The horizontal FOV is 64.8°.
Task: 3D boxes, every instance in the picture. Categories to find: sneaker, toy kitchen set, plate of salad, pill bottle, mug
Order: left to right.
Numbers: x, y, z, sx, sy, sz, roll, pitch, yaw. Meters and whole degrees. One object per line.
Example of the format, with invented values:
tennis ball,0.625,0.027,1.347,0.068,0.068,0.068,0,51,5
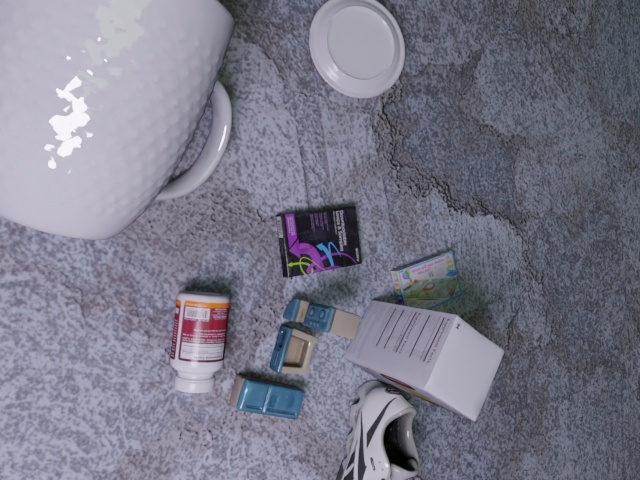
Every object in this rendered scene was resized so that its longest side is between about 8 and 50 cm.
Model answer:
mug,-0.269,-0.175,0.687,0.374,0.276,0.328,12,103,-57
pill bottle,-0.195,0.160,0.811,0.086,0.086,0.152,7,87,-28
toy kitchen set,-0.044,0.203,0.846,0.122,0.166,0.207,19,81,-27
plate of salad,0.070,-0.373,0.977,0.200,0.048,0.200,0,90,-18
sneaker,0.113,0.448,0.947,0.122,0.146,0.331,6,89,-30

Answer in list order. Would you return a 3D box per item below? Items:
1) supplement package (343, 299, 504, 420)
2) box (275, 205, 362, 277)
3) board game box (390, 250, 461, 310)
supplement package,0.180,0.209,0.923,0.139,0.244,0.134,35,74,-23
box,0.000,0.000,0.949,0.162,0.029,0.116,-10,95,-29
board game box,0.227,0.091,1.072,0.154,0.026,0.103,-17,98,-27
